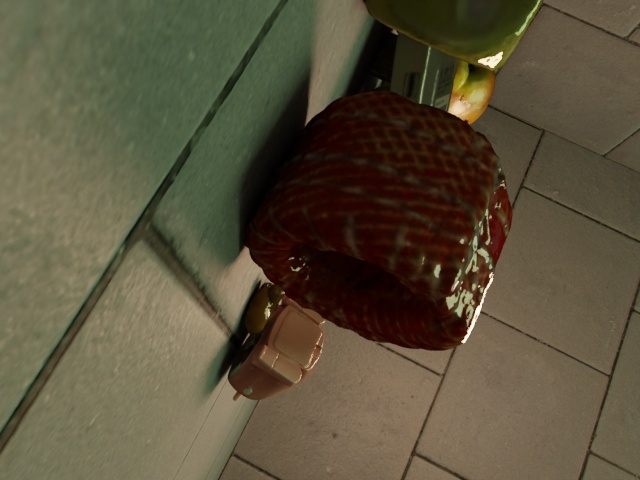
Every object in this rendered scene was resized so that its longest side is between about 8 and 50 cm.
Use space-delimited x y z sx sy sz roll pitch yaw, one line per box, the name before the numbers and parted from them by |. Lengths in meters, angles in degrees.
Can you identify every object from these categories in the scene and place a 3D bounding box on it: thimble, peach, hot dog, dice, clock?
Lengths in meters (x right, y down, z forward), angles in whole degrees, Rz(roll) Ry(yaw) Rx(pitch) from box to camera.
thimble | 0.077 -0.018 0.742 0.230 0.350 0.350 -61 175 -24
peach | 0.445 -0.571 1.925 0.370 0.370 0.370 -63 176 -9
hot dog | -0.117 0.138 1.097 0.090 0.060 0.140 -61 174 -72
dice | 0.215 -0.400 0.755 0.238 0.233 0.227 -67 174 26
clock | -0.108 0.266 1.204 0.241 0.142 0.227 -43 -166 41

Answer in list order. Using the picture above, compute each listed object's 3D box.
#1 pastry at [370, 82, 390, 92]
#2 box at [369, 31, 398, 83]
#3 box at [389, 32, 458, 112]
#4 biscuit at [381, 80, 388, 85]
pastry | 0.174 -0.295 1.368 0.257 0.121 0.235 29 83 -57
box | 0.155 -0.403 1.155 0.098 0.062 0.045 -62 171 4
box | 0.219 -0.283 1.127 0.367 0.090 0.373 -45 146 -61
biscuit | 0.237 -0.530 1.555 0.184 0.035 0.249 -66 176 27
